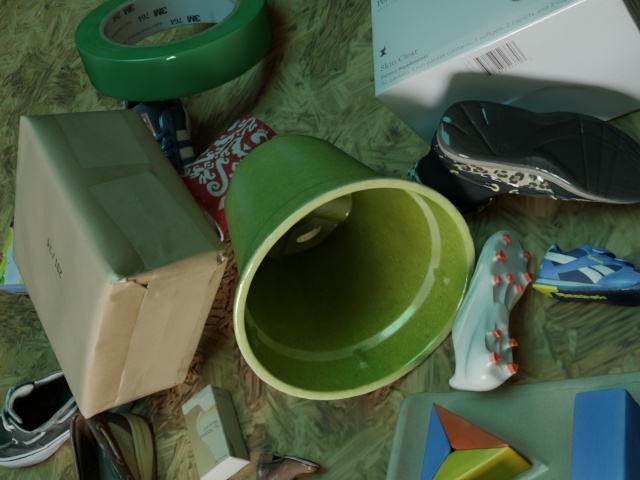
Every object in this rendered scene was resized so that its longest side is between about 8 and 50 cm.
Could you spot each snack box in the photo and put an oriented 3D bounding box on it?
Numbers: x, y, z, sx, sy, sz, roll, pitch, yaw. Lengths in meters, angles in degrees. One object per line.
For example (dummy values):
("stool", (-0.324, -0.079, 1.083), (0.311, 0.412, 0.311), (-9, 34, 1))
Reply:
("snack box", (-0.527, -0.003, 1.467), (0.174, 0.070, 0.207), (-3, 67, 39))

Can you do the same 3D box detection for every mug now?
("mug", (-0.127, -0.083, 1.147), (0.113, 0.150, 0.169), (1, 48, 54))

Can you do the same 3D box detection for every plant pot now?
("plant pot", (0.000, 0.000, 0.918), (0.276, 0.276, 0.254), (-48, 36, 10))

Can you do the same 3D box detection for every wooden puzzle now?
("wooden puzzle", (0.194, 0.257, 0.675), (0.348, 0.080, 0.322), (-12, 46, 34))

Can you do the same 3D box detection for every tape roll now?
("tape roll", (-0.242, -0.348, 1.292), (0.321, 0.077, 0.321), (-6, 40, 5))

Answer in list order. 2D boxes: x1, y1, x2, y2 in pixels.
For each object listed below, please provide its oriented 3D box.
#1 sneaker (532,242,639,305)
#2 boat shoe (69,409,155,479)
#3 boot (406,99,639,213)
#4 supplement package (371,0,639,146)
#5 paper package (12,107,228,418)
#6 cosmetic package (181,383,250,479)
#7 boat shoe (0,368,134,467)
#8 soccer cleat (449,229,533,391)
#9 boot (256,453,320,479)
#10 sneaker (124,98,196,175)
("sneaker", (0.288, 0.032, 0.783), (0.144, 0.053, 0.059), (4, 69, 40))
("boat shoe", (-0.280, 0.376, 1.025), (0.123, 0.123, 0.342), (-35, 50, 21))
("boot", (0.221, -0.076, 0.856), (0.178, 0.236, 0.085), (127, 155, -73))
("supplement package", (0.219, -0.218, 0.863), (0.262, 0.204, 0.145), (-20, 56, 32))
("paper package", (-0.297, 0.024, 1.078), (0.325, 0.168, 0.309), (53, 138, 30))
("cosmetic package", (-0.141, 0.258, 1.029), (0.060, 0.041, 0.115), (-40, 48, 16))
("boat shoe", (-0.444, 0.263, 1.224), (0.335, 0.119, 0.121), (-30, 52, 24))
("soccer cleat", (0.177, 0.071, 0.827), (0.076, 0.068, 0.196), (-30, 32, 46))
("boot", (-0.048, 0.317, 0.923), (0.106, 0.037, 0.114), (-17, 54, 48))
("sneaker", (-0.265, -0.136, 1.243), (0.131, 0.148, 0.350), (-23, 52, 1))
